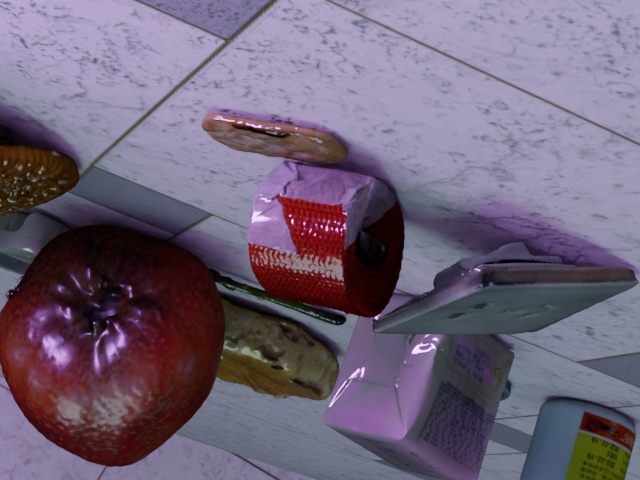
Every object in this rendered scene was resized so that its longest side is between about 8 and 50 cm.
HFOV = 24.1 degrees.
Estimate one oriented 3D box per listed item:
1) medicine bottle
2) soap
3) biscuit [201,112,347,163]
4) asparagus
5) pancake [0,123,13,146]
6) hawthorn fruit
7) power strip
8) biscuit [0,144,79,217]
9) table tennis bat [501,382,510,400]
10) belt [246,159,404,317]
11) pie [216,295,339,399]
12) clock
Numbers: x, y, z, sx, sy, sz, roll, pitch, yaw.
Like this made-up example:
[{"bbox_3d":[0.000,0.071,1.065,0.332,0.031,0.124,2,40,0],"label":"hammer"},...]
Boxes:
[{"bbox_3d":[0.345,0.342,2.075,0.139,0.225,0.139,18,165,5],"label":"medicine bottle"},{"bbox_3d":[0.123,0.181,1.842,0.138,0.182,0.199,7,160,35],"label":"soap"},{"bbox_3d":[-0.044,-0.094,1.387,0.147,0.018,0.071,9,165,23],"label":"biscuit"},{"bbox_3d":[-0.075,0.070,1.976,0.233,0.023,0.022,21,119,-14],"label":"asparagus"},{"bbox_3d":[-0.476,-0.086,1.618,0.288,0.033,0.286,-13,173,4],"label":"pancake"},{"bbox_3d":[-0.256,0.157,1.921,0.284,0.285,0.369,13,141,16],"label":"hawthorn fruit"},{"bbox_3d":[0.180,0.042,1.488,0.213,0.065,0.198,1,161,-33],"label":"power strip"},{"bbox_3d":[-0.418,-0.051,1.662,0.305,0.038,0.305,-9,172,-1],"label":"biscuit"},{"bbox_3d":[0.180,0.207,2.151,0.153,0.040,0.244,20,160,-10],"label":"table tennis bat"},{"bbox_3d":[0.000,0.000,1.448,0.124,0.128,0.201,11,169,19],"label":"belt"},{"bbox_3d":[-0.128,0.161,2.227,0.339,0.083,0.339,14,163,4],"label":"pie"},{"bbox_3d":[-0.398,0.008,2.030,0.191,0.062,0.151,6,161,36],"label":"clock"}]
